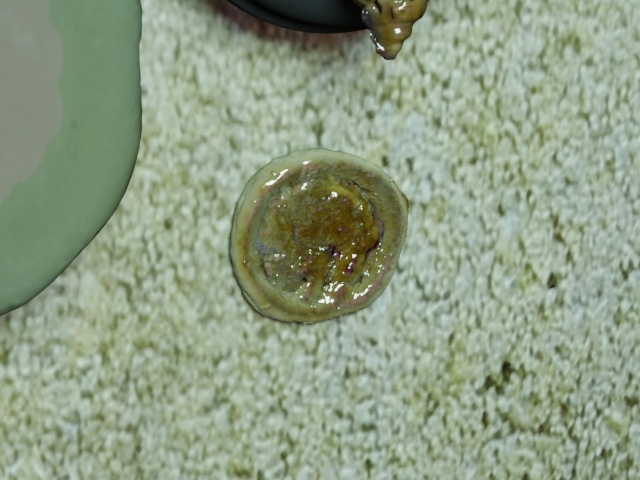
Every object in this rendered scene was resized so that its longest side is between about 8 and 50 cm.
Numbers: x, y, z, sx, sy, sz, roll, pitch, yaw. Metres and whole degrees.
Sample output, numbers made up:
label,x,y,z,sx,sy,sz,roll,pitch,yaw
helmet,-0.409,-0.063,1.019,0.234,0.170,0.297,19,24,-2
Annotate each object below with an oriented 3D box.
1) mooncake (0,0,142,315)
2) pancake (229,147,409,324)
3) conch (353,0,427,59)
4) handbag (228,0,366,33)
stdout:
label,x,y,z,sx,sy,sz,roll,pitch,yaw
mooncake,-0.230,-0.083,0.644,0.275,0.135,0.275,-6,105,-24
pancake,0.000,0.000,0.832,0.139,0.022,0.139,-7,109,-21
conch,0.059,-0.220,0.652,0.086,0.080,0.233,21,95,-35
handbag,0.030,-0.274,0.722,0.308,0.093,0.254,-35,115,-10
